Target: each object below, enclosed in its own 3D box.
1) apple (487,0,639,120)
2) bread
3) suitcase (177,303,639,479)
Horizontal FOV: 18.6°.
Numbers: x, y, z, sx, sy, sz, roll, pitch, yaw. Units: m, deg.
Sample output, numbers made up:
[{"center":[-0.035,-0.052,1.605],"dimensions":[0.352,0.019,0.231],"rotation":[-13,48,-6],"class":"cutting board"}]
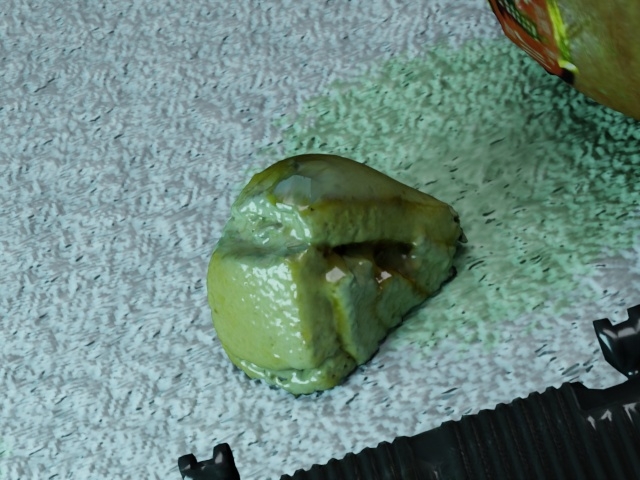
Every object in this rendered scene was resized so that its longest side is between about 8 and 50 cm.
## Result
[{"center":[0.249,-0.248,1.058],"dimensions":[0.400,0.334,0.400],"rotation":[-9,40,7],"class":"apple"},{"center":[0.002,-0.005,1.091],"dimensions":[0.103,0.110,0.156],"rotation":[13,52,39],"class":"bread"},{"center":[0.086,0.218,0.795],"dimensions":[0.229,0.152,0.335],"rotation":[-19,43,4],"class":"suitcase"}]
